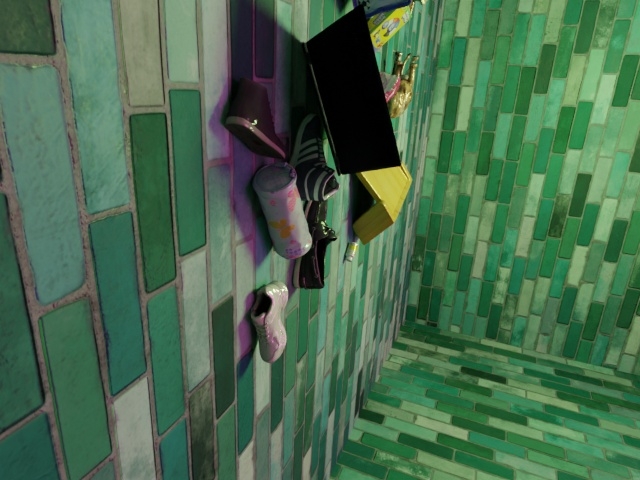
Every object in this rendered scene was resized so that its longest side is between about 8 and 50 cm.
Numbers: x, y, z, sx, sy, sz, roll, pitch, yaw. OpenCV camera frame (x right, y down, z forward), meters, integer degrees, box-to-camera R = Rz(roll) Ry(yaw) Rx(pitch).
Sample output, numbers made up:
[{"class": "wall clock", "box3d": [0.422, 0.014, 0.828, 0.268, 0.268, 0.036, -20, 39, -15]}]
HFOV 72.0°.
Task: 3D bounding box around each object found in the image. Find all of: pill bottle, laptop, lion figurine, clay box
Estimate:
[{"class": "pill bottle", "box3d": [0.136, 0.052, 1.959, 0.043, 0.043, 0.084, 60, 45, -60]}, {"class": "laptop", "box3d": [0.120, -0.403, 1.263, 0.408, 0.236, 0.383, -39, 116, -61]}, {"class": "lion figurine", "box3d": [0.390, -0.750, 2.119, 0.392, 0.142, 0.241, -59, 159, -52]}, {"class": "clay box", "box3d": [0.259, -0.830, 1.663, 0.222, 0.053, 0.127, -40, 165, 14]}]

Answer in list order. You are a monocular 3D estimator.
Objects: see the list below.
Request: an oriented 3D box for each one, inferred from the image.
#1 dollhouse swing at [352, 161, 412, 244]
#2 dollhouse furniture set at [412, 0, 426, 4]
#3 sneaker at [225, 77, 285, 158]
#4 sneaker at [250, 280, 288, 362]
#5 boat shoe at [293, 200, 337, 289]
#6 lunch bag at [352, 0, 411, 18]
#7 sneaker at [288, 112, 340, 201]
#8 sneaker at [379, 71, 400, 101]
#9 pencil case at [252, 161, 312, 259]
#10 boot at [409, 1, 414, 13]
[{"class": "dollhouse swing", "box3d": [0.222, -0.238, 2.026, 0.315, 0.304, 0.347, -40, -165, 46]}, {"class": "dollhouse furniture set", "box3d": [0.315, -0.947, 1.706, 0.184, 0.129, 0.129, -53, 143, -5]}, {"class": "sneaker", "box3d": [-0.130, -0.276, 1.029, 0.222, 0.083, 0.118, 35, 67, -67]}, {"class": "sneaker", "box3d": [-0.156, 0.230, 1.228, 0.115, 0.090, 0.233, 0, 91, -63]}, {"class": "boat shoe", "box3d": [-0.002, 0.000, 1.464, 0.127, 0.112, 0.341, 30, 72, -68]}, {"class": "lunch bag", "box3d": [0.194, -0.963, 1.367, 0.386, 0.238, 0.328, 60, 42, -36]}, {"class": "sneaker", "box3d": [-0.005, -0.237, 1.281, 0.099, 0.153, 0.283, 54, 50, -64]}, {"class": "sneaker", "box3d": [0.218, -0.576, 1.801, 0.253, 0.111, 0.103, -57, 167, 2]}, {"class": "pencil case", "box3d": [-0.097, -0.075, 1.178, 0.273, 0.113, 0.124, 78, 10, -45]}, {"class": "boot", "box3d": [0.373, -1.133, 1.906, 0.281, 0.096, 0.264, 102, -28, -42]}]
